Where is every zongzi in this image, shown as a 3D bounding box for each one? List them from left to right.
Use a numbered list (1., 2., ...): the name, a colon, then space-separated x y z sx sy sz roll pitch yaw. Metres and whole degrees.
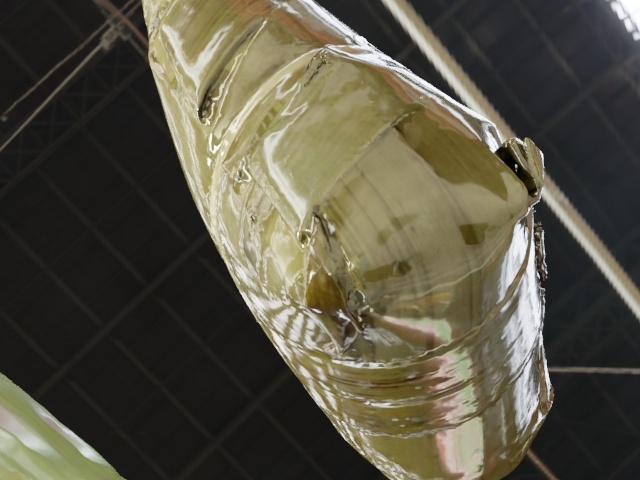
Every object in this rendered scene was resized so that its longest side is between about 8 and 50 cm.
1. zongzi: 0.019 -0.011 0.918 0.218 0.467 0.500 -27 -38 -6

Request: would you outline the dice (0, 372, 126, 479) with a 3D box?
1. dice: -0.214 0.183 0.481 0.254 0.252 0.250 -53 -54 -12
